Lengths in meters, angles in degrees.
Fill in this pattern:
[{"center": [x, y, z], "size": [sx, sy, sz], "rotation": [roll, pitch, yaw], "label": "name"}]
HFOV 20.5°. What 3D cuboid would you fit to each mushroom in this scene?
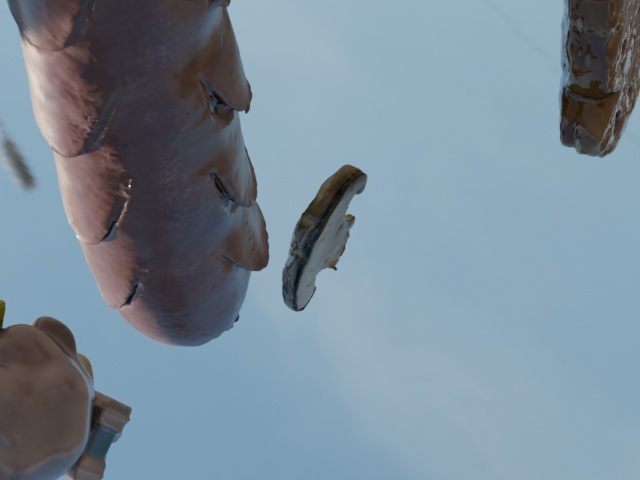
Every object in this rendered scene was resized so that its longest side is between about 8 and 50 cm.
[{"center": [0.000, 0.000, 1.040], "size": [0.019, 0.101, 0.049], "rotation": [36, -153, 25], "label": "mushroom"}]

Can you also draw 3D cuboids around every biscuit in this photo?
[{"center": [0.119, -0.166, 0.637], "size": [0.043, 0.280, 0.183], "rotation": [12, -160, 17], "label": "biscuit"}]

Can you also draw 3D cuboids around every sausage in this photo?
[{"center": [-0.071, -0.074, 0.672], "size": [0.088, 0.088, 0.433], "rotation": [50, 161, 30], "label": "sausage"}]

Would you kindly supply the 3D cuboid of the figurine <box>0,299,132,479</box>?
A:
[{"center": [-0.200, 0.125, 1.231], "size": [0.112, 0.137, 0.229], "rotation": [30, 175, 25], "label": "figurine"}]
